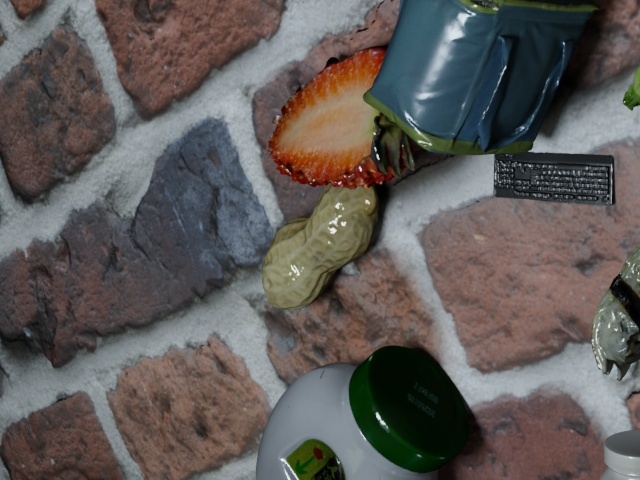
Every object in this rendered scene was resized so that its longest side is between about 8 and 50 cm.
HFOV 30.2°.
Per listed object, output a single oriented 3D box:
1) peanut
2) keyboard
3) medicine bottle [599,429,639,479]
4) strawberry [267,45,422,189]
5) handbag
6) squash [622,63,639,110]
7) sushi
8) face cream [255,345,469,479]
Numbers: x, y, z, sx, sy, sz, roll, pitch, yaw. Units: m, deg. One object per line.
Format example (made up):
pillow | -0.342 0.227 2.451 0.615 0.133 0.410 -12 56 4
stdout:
peanut | 0.000 0.000 1.992 0.298 0.120 0.136 -46 68 35
keyboard | 0.338 -0.093 1.743 0.196 0.015 0.074 7 107 39
medicine bottle | 0.466 0.407 1.701 0.131 0.131 0.250 5 105 40
strawberry | 0.055 -0.186 1.893 0.306 0.137 0.234 2 77 53
handbag | 0.214 -0.261 1.636 0.222 0.263 0.241 49 129 42
squash | 0.526 -0.263 1.469 0.370 0.118 0.118 -25 86 46
sushi | 0.452 0.079 1.642 0.109 0.134 0.273 60 147 28
face cream | 0.059 0.353 1.975 0.357 0.219 0.312 -46 70 35
